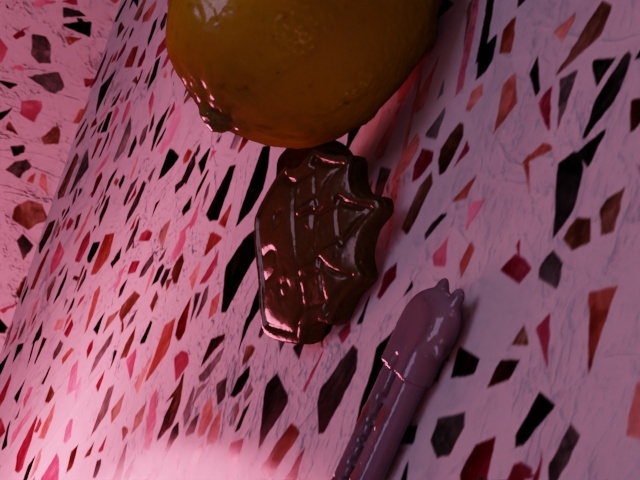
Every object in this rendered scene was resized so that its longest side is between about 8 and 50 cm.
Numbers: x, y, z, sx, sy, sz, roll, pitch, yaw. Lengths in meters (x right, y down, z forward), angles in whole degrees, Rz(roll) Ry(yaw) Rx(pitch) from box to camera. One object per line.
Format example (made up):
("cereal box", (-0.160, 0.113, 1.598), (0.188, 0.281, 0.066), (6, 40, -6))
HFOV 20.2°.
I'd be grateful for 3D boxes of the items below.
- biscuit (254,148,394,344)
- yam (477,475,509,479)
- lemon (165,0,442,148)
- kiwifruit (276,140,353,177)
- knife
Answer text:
("biscuit", (-0.002, 0.000, 1.697), (0.215, 0.034, 0.182), (-32, 58, 51))
("yam", (0.087, 0.240, 1.109), (0.107, 0.107, 0.183), (-42, 27, 53))
("lemon", (-0.012, -0.229, 1.753), (0.320, 0.245, 0.245), (-50, 13, -16))
("kiwifruit", (-0.003, -0.068, 1.818), (0.075, 0.075, 0.124), (-68, 18, -6))
("knife", (0.016, 0.210, 1.456), (0.398, 0.038, 0.132), (-64, 20, 5))
